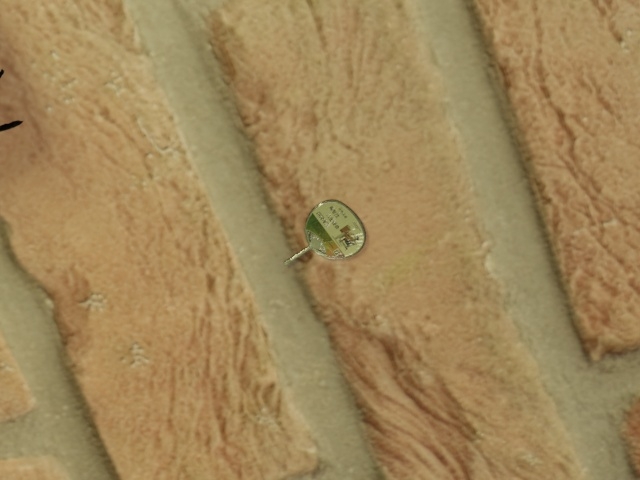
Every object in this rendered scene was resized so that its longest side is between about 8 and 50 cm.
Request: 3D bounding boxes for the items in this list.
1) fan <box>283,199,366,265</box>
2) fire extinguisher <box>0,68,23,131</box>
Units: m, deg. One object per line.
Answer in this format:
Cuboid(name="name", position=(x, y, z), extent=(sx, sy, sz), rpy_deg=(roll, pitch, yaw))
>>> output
Cuboid(name="fan", position=(0.009, 0.001, 1.814), extent=(0.060, 0.003, 0.080), rpy_deg=(24, 111, -12))
Cuboid(name="fire extinguisher", position=(-0.375, -0.217, 1.645), extent=(0.135, 0.114, 0.337), rpy_deg=(-31, 114, -18))
